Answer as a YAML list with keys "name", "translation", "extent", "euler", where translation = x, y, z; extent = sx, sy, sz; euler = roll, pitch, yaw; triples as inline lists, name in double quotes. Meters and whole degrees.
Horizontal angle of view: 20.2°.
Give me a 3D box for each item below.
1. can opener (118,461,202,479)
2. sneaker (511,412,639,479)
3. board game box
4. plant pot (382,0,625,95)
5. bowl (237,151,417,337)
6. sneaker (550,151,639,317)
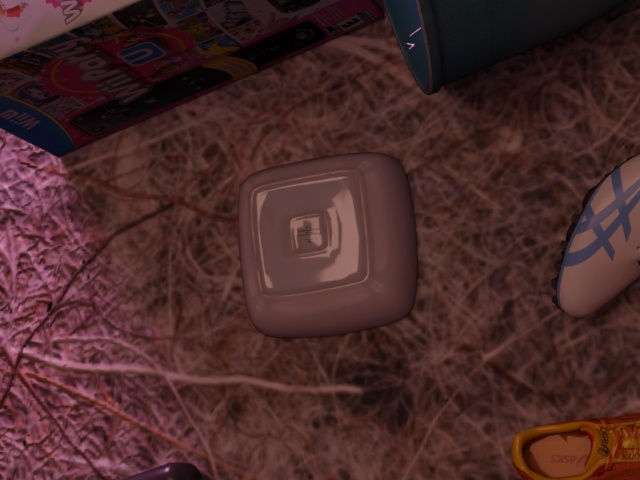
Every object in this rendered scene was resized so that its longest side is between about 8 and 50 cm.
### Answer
- name: "can opener"
  translation: [-0.224, 0.240, 1.377]
  extent: [0.283, 0.095, 0.076]
  euler: [-21, 73, 20]
- name: "sneaker"
  translation: [0.221, 0.151, 1.265]
  extent: [0.175, 0.067, 0.064]
  euler: [-12, 73, 14]
- name: "board game box"
  translation: [-0.128, -0.182, 1.375]
  extent: [0.303, 0.224, 0.098]
  euler: [-21, 75, 14]
- name: "plant pot"
  translation: [0.157, -0.272, 1.289]
  extent: [0.255, 0.272, 0.272]
  euler: [-18, 72, 0]
- name: "bowl"
  translation: [0.000, 0.000, 1.381]
  extent: [0.142, 0.053, 0.142]
  euler: [-9, 76, 15]
- name: "sneaker"
  translation: [0.259, -0.031, 1.282]
  extent: [0.237, 0.085, 0.086]
  euler: [-47, 58, 4]
